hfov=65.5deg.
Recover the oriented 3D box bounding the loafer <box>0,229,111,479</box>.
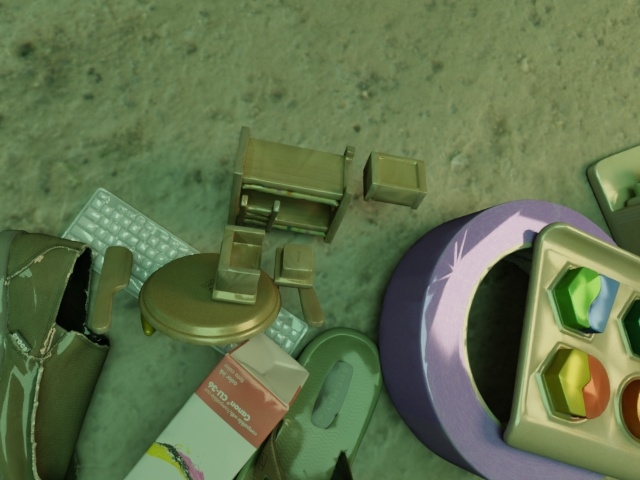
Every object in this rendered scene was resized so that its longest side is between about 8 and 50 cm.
[{"bbox_3d":[-0.234,0.109,0.434,0.087,0.094,0.251,-7,83,-8],"label":"loafer"}]

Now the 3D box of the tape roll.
[{"bbox_3d":[0.201,0.101,0.507,0.274,0.090,0.275,3,81,-19],"label":"tape roll"}]

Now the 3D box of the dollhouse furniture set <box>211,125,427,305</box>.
[{"bbox_3d":[0.000,0.000,0.475,0.181,0.101,0.161,9,57,-9],"label":"dollhouse furniture set"}]

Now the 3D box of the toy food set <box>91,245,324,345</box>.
[{"bbox_3d":[-0.098,0.053,0.449,0.191,0.132,0.039,2,122,-14],"label":"toy food set"}]

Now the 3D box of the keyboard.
[{"bbox_3d":[-0.136,0.047,0.504,0.256,0.014,0.072,34,77,-4],"label":"keyboard"}]

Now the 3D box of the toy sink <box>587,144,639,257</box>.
[{"bbox_3d":[0.451,-0.019,0.570,0.152,0.131,0.234,-19,85,-14],"label":"toy sink"}]

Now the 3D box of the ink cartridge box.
[{"bbox_3d":[-0.102,0.179,0.421,0.067,0.115,0.198,39,93,6],"label":"ink cartridge box"}]

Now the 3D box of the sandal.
[{"bbox_3d":[-0.017,0.224,0.460,0.120,0.086,0.303,22,75,-12],"label":"sandal"}]

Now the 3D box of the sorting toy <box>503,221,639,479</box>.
[{"bbox_3d":[0.271,0.108,0.461,0.192,0.038,0.208,21,76,-15],"label":"sorting toy"}]
